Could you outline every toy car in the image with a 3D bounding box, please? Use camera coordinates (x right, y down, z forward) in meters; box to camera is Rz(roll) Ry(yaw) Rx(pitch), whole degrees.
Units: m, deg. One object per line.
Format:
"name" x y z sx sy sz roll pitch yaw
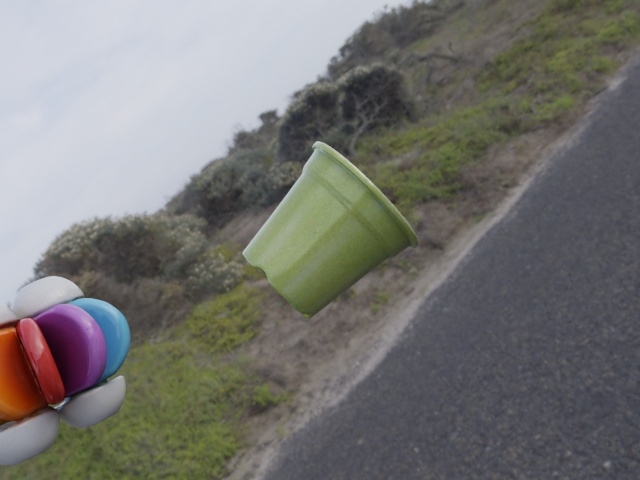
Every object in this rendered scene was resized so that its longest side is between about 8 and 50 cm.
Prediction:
"toy car" -0.264 0.114 0.717 0.136 0.159 0.182 -29 -5 41

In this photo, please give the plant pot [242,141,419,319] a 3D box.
"plant pot" 0.000 0.000 1.400 0.254 0.276 0.276 -45 9 -3
